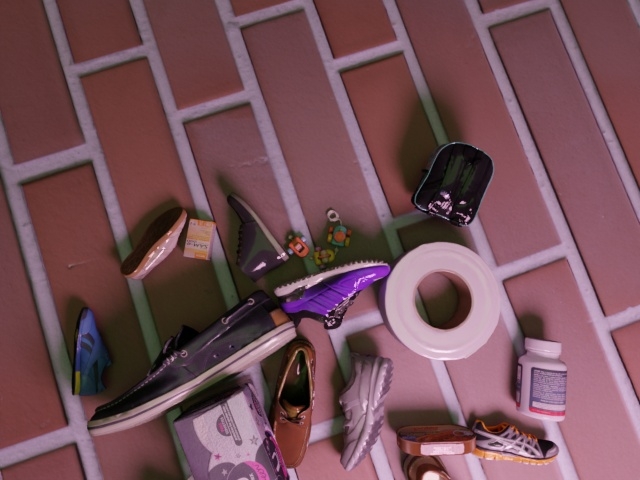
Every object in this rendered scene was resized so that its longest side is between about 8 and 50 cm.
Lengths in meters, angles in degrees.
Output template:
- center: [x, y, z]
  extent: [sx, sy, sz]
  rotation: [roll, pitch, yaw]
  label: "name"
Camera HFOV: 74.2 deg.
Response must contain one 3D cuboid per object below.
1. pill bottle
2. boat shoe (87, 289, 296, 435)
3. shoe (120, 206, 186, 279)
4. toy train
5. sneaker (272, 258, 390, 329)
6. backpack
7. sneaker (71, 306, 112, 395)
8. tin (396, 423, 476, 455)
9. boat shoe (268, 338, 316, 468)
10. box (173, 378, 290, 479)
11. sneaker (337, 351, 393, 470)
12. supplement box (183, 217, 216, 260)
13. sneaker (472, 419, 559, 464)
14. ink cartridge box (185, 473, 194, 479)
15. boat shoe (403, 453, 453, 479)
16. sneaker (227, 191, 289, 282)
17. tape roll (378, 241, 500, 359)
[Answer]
- center: [0.541, 0.334, 1.035]
  extent: [0.107, 0.108, 0.180]
  rotation: [7, 84, -1]
  label: "pill bottle"
- center: [-0.301, 0.281, 0.983]
  extent: [0.499, 0.187, 0.156]
  rotation: [-30, 77, -6]
  label: "boat shoe"
- center: [-0.412, 0.008, 1.071]
  extent: [0.076, 0.058, 0.219]
  rotation: [32, 78, 33]
  label: "shoe"
- center: [0.000, 0.000, 1.085]
  extent: [0.166, 0.046, 0.125]
  rotation: [-39, 87, -5]
  label: "toy train"
- center: [0.041, 0.139, 1.047]
  extent: [0.293, 0.102, 0.146]
  rotation: [-18, 89, 7]
  label: "sneaker"
- center: [0.331, -0.149, 1.057]
  extent: [0.165, 0.144, 0.189]
  rotation: [22, 106, 2]
  label: "backpack"
- center: [-0.558, 0.269, 1.037]
  extent: [0.082, 0.069, 0.210]
  rotation: [4, 72, -34]
  label: "sneaker"
- center: [0.276, 0.476, 1.014]
  extent: [0.189, 0.106, 0.040]
  rotation: [-1, 91, -1]
  label: "tin"
- center: [-0.071, 0.394, 1.010]
  extent: [0.110, 0.104, 0.308]
  rotation: [3, 84, -2]
  label: "boat shoe"
- center: [-0.184, 0.459, 0.920]
  extent: [0.163, 0.142, 0.248]
  rotation: [-23, 84, -4]
  label: "box"
- center: [0.093, 0.410, 1.035]
  extent: [0.115, 0.105, 0.282]
  rotation: [14, 85, 30]
  label: "sneaker"
- center: [-0.307, -0.002, 1.080]
  extent: [0.062, 0.036, 0.099]
  rotation: [8, 84, 0]
  label: "supplement box"
- center: [0.471, 0.489, 1.031]
  extent: [0.214, 0.084, 0.083]
  rotation: [4, 79, -1]
  label: "sneaker"
- center: [-0.221, 0.533, 1.012]
  extent: [0.104, 0.060, 0.180]
  rotation: [44, 84, 3]
  label: "ink cartridge box"
- center: [0.310, 0.650, 0.987]
  extent: [0.122, 0.120, 0.324]
  rotation: [-37, 86, -5]
  label: "boat shoe"
- center: [-0.190, -0.008, 1.061]
  extent: [0.118, 0.083, 0.222]
  rotation: [-38, 87, -5]
  label: "sneaker"
- center: [0.291, 0.148, 1.053]
  extent: [0.285, 0.100, 0.287]
  rotation: [0, 83, -2]
  label: "tape roll"
